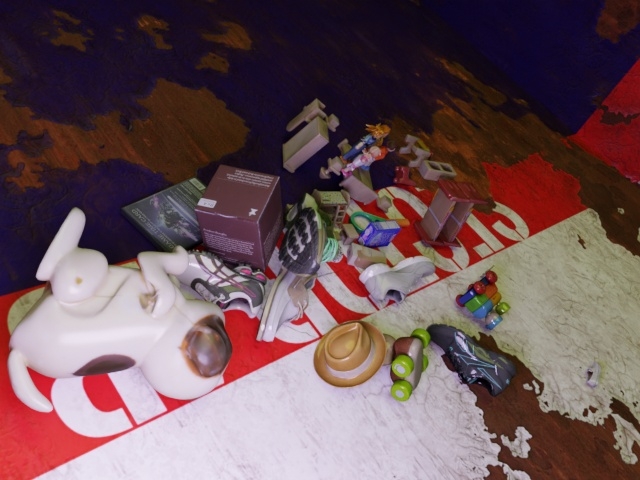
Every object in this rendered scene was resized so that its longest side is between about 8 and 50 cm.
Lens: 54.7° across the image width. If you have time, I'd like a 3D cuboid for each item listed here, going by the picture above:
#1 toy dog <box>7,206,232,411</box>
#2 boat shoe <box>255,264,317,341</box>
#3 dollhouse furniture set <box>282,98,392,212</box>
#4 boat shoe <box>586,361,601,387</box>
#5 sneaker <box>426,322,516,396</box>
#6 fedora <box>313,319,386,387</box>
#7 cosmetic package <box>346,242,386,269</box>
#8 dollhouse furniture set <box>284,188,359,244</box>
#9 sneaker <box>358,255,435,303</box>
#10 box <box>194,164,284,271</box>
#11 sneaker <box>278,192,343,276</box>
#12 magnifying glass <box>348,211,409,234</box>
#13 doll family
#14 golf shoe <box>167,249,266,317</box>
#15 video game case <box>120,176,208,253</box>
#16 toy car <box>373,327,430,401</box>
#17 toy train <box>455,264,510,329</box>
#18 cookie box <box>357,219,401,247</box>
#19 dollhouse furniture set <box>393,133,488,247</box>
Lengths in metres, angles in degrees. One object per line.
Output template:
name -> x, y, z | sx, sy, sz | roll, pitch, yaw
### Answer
toy dog -> -0.372, 0.174, 1.250 | 0.407, 0.285, 0.395 | 22, 41, -13
boat shoe -> -0.080, 0.148, 1.579 | 0.103, 0.113, 0.302 | 22, 39, -1
dollhouse furniture set -> 0.053, -0.255, 2.128 | 0.355, 0.173, 0.303 | 35, 34, -34
boat shoe -> 0.848, 0.412, 1.932 | 0.035, 0.035, 0.100 | 34, 46, 1
sneaker -> 0.399, 0.322, 1.700 | 0.267, 0.101, 0.106 | 29, 69, 22
fedora -> 0.066, 0.262, 1.516 | 0.194, 0.079, 0.194 | -8, 48, 9
cosmetic package -> 0.139, 0.054, 1.865 | 0.115, 0.041, 0.060 | 16, 41, -17
dollhouse furniture set -> 0.014, -0.071, 1.871 | 0.181, 0.101, 0.161 | -3, 50, -34
sneaker -> 0.241, 0.126, 1.826 | 0.262, 0.099, 0.121 | -10, 61, -29
box -> -0.201, -0.055, 1.594 | 0.168, 0.203, 0.167 | 13, 52, 11
sneaker -> 0.000, 0.000, 1.677 | 0.182, 0.158, 0.410 | 34, 17, -16
magnifying glass -> 0.195, -0.058, 2.029 | 0.230, 0.026, 0.092 | 0, 48, -33
doll family -> 0.148, -0.304, 1.966 | 0.118, 0.163, 0.263 | 55, 28, 1
golf shoe -> -0.263, 0.105, 1.524 | 0.272, 0.105, 0.120 | 15, 49, -17
video game case -> -0.374, -0.068, 1.694 | 0.196, 0.026, 0.274 | 41, 42, 13
toy car -> 0.168, 0.299, 1.595 | 0.188, 0.149, 0.155 | 13, 29, 25
toy train -> 0.545, 0.174, 1.951 | 0.248, 0.105, 0.143 | -28, 77, -46
cookie box -> 0.183, -0.019, 1.929 | 0.107, 0.092, 0.040 | -5, 54, -36
dollhouse furniture set -> 0.391, -0.175, 2.147 | 0.152, 0.201, 0.374 | 5, 40, -27
